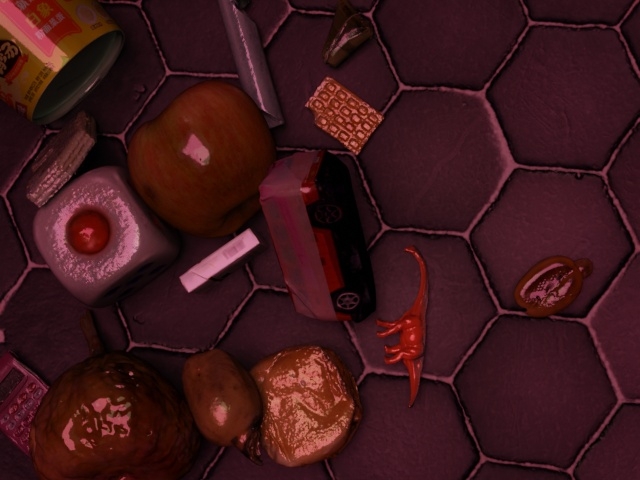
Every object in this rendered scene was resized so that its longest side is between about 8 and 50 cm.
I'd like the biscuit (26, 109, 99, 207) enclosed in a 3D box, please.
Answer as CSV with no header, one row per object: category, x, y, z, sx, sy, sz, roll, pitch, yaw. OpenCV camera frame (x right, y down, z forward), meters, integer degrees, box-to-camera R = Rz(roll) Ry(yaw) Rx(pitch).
biscuit,-0.456,-0.147,1.793,0.147,0.250,0.046,-44,112,6

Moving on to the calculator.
calculator,-0.544,0.308,1.871,0.190,0.034,0.127,41,92,4

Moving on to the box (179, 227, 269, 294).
box,-0.170,0.038,1.803,0.154,0.084,0.040,-36,83,5

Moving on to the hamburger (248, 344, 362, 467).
hamburger,-0.032,0.285,1.748,0.213,0.108,0.214,-1,85,10

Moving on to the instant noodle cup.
instant noodle cup,-0.505,-0.362,1.797,0.221,0.311,0.311,42,93,0

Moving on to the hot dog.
hot dog,0.396,0.072,1.723,0.140,0.060,0.090,-45,84,10

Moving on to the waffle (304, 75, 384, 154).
waffle,0.038,-0.224,1.821,0.135,0.021,0.092,35,92,10

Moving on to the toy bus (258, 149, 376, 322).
toy bus,0.000,0.000,1.698,0.147,0.127,0.303,-5,124,14

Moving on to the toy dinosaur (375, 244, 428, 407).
toy dinosaur,0.146,0.148,1.761,0.101,0.055,0.280,-6,83,-1

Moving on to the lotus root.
lotus root,-0.153,0.271,1.668,0.125,0.118,0.221,-11,53,-33

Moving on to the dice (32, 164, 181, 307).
dice,-0.374,-0.007,1.787,0.194,0.192,0.193,-37,83,6

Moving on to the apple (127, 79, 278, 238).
apple,-0.191,-0.131,1.739,0.264,0.264,0.264,-1,85,9

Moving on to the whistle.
whistle,-0.133,-0.347,1.840,0.062,0.062,0.312,-17,83,8

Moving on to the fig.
fig,-0.367,0.260,1.757,0.286,0.286,0.369,-22,58,7

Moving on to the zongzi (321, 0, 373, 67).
zongzi,0.027,-0.380,1.827,0.104,0.052,0.113,-39,67,10
